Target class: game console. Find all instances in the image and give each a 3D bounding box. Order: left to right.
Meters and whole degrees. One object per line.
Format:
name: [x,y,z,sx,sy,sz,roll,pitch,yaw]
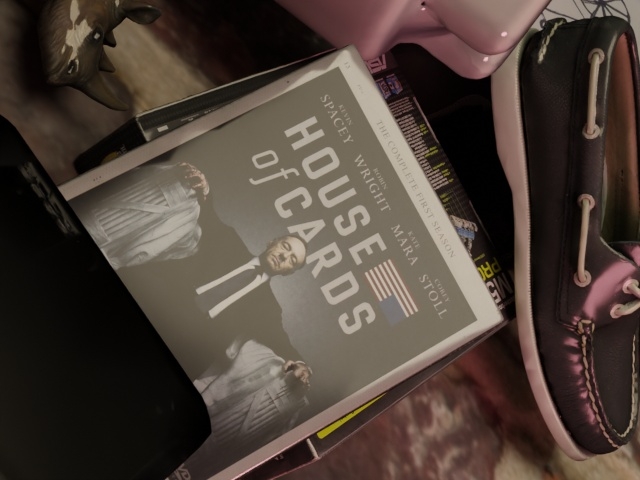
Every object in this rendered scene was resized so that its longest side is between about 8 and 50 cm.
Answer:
game console: [-0.209,0.091,0.640,0.213,0.044,0.361,55,44,-6]

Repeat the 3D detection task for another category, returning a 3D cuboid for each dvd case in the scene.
dvd case: [-0.040,0.022,0.822,0.238,0.029,0.179,-28,89,-20]

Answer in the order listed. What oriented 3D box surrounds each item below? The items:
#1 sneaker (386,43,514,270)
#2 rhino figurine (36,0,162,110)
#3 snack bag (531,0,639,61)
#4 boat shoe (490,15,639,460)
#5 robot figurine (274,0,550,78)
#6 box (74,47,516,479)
sneaker: [0.134,-0.050,1.111,0.283,0.107,0.124,35,49,-30]
rhino figurine: [-0.167,-0.181,0.867,0.106,0.073,0.243,-33,95,-50]
snack bag: [0.233,-0.228,1.282,0.323,0.037,0.342,17,54,-35]
boat shoe: [0.184,0.002,1.032,0.114,0.091,0.302,-30,110,-56]
robot figurine: [0.001,-0.252,0.963,0.353,0.300,0.200,38,80,1]
box: [0.000,0.000,0.956,0.270,0.060,0.216,-28,90,-53]
